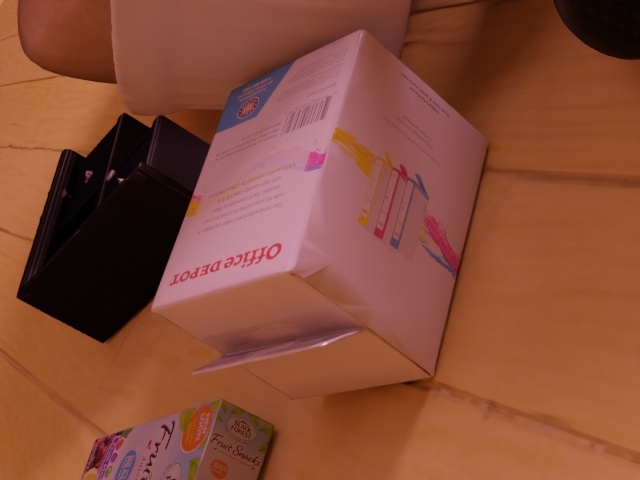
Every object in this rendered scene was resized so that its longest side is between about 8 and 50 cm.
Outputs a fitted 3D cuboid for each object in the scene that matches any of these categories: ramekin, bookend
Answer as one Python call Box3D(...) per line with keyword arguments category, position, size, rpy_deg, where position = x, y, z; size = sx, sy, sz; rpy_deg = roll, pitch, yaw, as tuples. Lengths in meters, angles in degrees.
Box3D(category="ramekin", position=(-0.016, -0.193, 0.651), size=(0.277, 0.135, 0.277), rpy_deg=(-173, 90, -88))
Box3D(category="bookend", position=(-0.127, -0.038, 0.887), size=(0.157, 0.072, 0.156), rpy_deg=(-40, 29, 35))

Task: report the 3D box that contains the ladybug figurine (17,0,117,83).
Box3D(category="ladybug figurine", position=(-0.094, -0.278, 0.979), size=(0.305, 0.162, 0.449), rpy_deg=(-44, 25, 39))

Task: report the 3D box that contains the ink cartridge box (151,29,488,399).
Box3D(category="ink cartridge box", position=(0.000, 0.000, 0.557), size=(0.092, 0.090, 0.143), rpy_deg=(-17, 47, 45))

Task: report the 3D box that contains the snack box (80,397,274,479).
Box3D(category="snack box", position=(-0.087, 0.141, 0.639), size=(0.141, 0.037, 0.100), rpy_deg=(-24, 42, 52))

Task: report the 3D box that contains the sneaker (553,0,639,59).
Box3D(category="sneaker", position=(0.174, -0.204, 0.474), size=(0.270, 0.090, 0.145), rpy_deg=(-48, 28, 29))
